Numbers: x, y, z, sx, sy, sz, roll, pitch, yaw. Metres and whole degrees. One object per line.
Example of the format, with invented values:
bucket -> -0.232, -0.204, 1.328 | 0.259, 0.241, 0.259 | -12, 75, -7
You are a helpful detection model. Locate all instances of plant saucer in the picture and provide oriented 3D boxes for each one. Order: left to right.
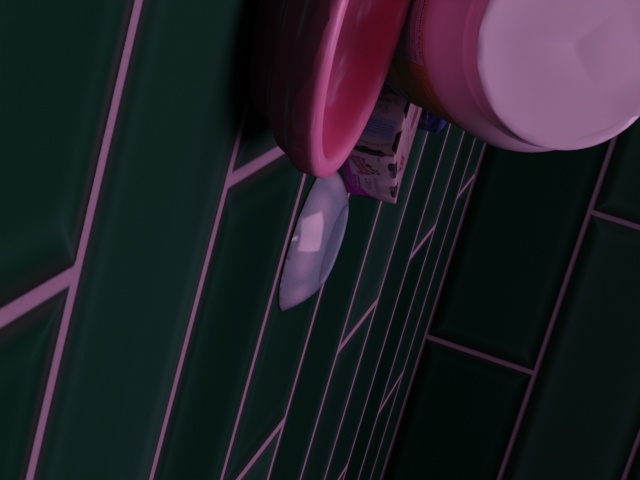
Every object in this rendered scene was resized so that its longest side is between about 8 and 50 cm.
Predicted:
plant saucer -> 0.000, 0.000, 1.722 | 0.195, 0.037, 0.195 | 18, 90, -81
plant saucer -> 0.018, -0.224, 1.260 | 0.332, 0.084, 0.332 | 18, 90, -81

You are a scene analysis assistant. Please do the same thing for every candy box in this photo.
candy box -> 0.089, -0.183, 1.733 | 0.159, 0.071, 0.233 | 81, 24, -70

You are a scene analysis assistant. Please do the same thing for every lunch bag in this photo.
lunch bag -> 0.176, -0.222, 2.199 | 0.065, 0.067, 0.098 | -55, 160, -61

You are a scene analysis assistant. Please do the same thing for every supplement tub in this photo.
supplement tub -> 0.197, -0.226, 1.468 | 0.331, 0.241, 0.241 | -136, -119, -68
